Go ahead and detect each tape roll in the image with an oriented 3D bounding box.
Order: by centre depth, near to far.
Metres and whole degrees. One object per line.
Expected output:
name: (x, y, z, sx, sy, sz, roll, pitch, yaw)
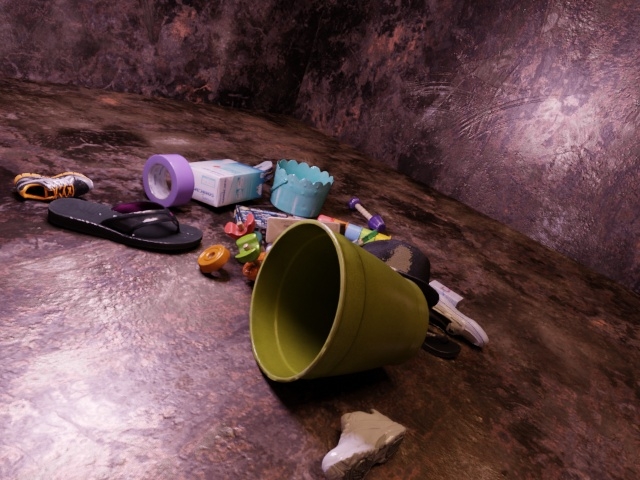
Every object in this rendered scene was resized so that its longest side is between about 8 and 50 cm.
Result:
tape roll: (-0.550, -0.216, 1.558, 0.189, 0.189, 0.080, 31, 26, 24)

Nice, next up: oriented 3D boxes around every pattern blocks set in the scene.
pattern blocks set: (0.031, 0.055, 1.314, 0.285, 0.325, 0.026, -26, 85, -55)

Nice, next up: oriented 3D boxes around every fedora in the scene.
fedora: (0.220, 0.094, 1.353, 0.334, 0.334, 0.153, 22, 67, 5)

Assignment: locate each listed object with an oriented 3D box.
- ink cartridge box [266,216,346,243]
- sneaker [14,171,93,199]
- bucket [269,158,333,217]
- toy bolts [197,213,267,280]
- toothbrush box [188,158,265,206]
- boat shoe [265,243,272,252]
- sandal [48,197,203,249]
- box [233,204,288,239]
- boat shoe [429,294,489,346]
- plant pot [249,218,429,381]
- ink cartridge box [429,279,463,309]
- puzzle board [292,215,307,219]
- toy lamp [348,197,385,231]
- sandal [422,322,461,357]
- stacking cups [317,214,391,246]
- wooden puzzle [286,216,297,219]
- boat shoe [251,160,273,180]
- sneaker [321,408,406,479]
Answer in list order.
ink cartridge box: (-0.042, -0.026, 1.427, 0.234, 0.088, 0.193, 5, 2, 10)
sneaker: (-0.838, -0.162, 1.361, 0.214, 0.084, 0.083, -7, 36, -30)
bucket: (-0.094, -0.238, 1.971, 0.281, 0.183, 0.281, 17, 22, -7)
toy bolts: (-0.246, 0.053, 1.353, 0.218, 0.158, 0.228, -19, 35, 9)
toothbrush box: (-0.406, -0.245, 1.783, 0.216, 0.126, 0.295, 21, 23, 24)
boat shoe: (-0.082, 0.047, 1.511, 0.228, 0.080, 0.076, 6, 28, -12)
sandal: (-0.582, -0.068, 1.315, 0.445, 0.107, 0.167, 12, 25, -17)
box: (-0.217, -0.062, 1.659, 0.220, 0.051, 0.175, 10, 25, -23)
boat shoe: (0.446, 0.281, 1.432, 0.075, 0.083, 0.226, -32, 55, -23)
plant pot: (0.068, 0.171, 1.070, 0.353, 0.366, 0.366, 18, 21, -35)
ink cartridge box: (0.428, 0.212, 1.529, 0.122, 0.089, 0.052, 35, 31, 32)
puzzle board: (-0.073, -0.071, 1.844, 0.096, 0.011, 0.128, 16, 23, -9)
toy lamp: (0.229, -0.125, 2.116, 0.080, 0.080, 0.275, 4, 27, -32)
sandal: (0.315, 0.281, 1.334, 0.254, 0.054, 0.097, 27, 25, 15)
stacking cups: (0.137, -0.030, 1.834, 0.316, 0.096, 0.096, 21, 23, 9)
wooden puzzle: (0.000, 0.000, 1.663, 0.238, 0.044, 0.221, 17, 19, -45)
boat shoe: (-0.314, -0.323, 2.143, 0.183, 0.083, 0.065, -27, 45, -24)
sneaker: (0.067, 0.403, 0.859, 0.115, 0.090, 0.232, 30, 16, 37)
